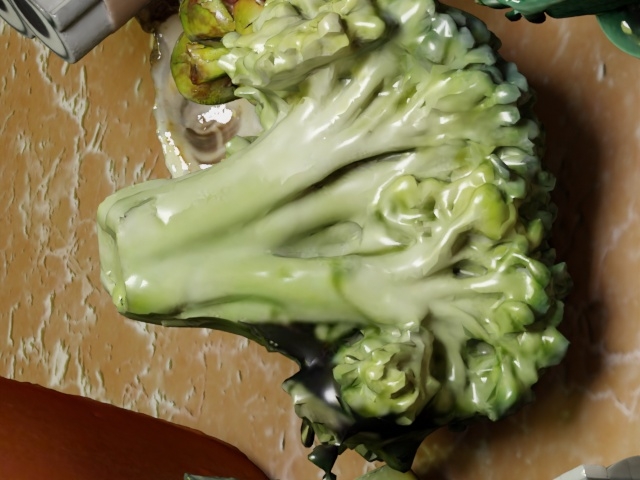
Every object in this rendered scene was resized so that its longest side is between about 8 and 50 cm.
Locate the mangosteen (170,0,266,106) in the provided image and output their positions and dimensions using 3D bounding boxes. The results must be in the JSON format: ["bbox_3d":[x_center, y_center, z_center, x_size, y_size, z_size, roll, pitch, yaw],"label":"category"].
[{"bbox_3d":[-0.027,-0.168,1.385,0.180,0.166,0.166,-47,33,-21],"label":"mangosteen"}]

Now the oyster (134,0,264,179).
[{"bbox_3d":[-0.076,-0.120,1.527,0.161,0.107,0.233,-31,80,39],"label":"oyster"}]

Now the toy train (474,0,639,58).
[{"bbox_3d":[0.257,-0.254,1.020,0.442,0.179,0.272,-9,72,38],"label":"toy train"}]

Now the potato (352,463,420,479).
[{"bbox_3d":[0.051,0.232,1.340,0.120,0.081,0.149,129,121,-75],"label":"potato"}]

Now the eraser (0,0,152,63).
[{"bbox_3d":[-0.121,-0.264,1.469,0.290,0.087,0.171,-42,37,-13],"label":"eraser"}]

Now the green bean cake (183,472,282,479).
[{"bbox_3d":[-0.062,0.248,1.165,0.181,0.094,0.173,-54,40,44],"label":"green bean cake"}]

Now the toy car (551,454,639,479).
[{"bbox_3d":[0.118,0.218,1.140,0.301,0.193,0.118,-33,59,46],"label":"toy car"}]

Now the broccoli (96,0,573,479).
[{"bbox_3d":[0.003,-0.002,1.223,0.348,0.281,0.293,98,154,-47],"label":"broccoli"}]

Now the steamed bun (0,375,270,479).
[{"bbox_3d":[-0.197,0.260,1.371,0.235,0.379,0.248,-53,37,28],"label":"steamed bun"}]
